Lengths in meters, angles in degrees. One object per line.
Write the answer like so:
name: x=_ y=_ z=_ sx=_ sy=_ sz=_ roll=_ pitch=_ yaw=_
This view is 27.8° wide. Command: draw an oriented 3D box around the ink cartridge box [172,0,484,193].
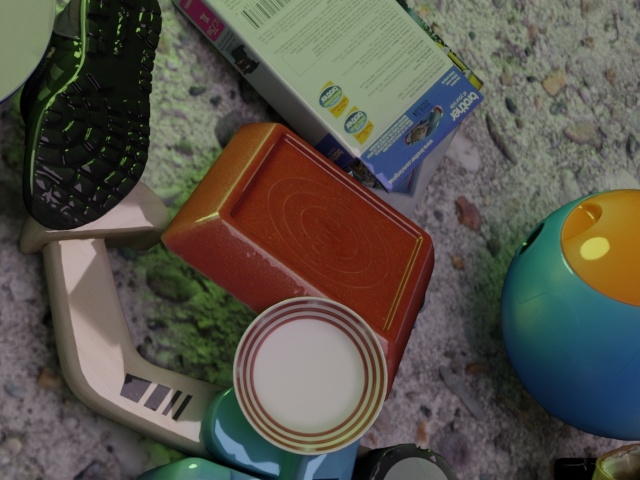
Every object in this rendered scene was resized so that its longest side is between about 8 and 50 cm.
ink cartridge box: x=0.011 y=-0.207 z=1.390 sx=0.311 sy=0.065 sz=0.186 roll=45 pitch=60 yaw=-1

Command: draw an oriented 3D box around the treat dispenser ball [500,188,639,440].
treat dispenser ball: x=0.351 y=0.085 z=1.480 sx=0.288 sy=0.288 sz=0.288 roll=7 pitch=77 yaw=-34

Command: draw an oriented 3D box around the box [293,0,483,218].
box: x=0.078 y=-0.146 z=1.480 sx=0.159 sy=0.044 sz=0.233 roll=42 pitch=61 yaw=-21

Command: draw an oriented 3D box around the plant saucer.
plant saucer: x=0.000 y=0.000 z=1.268 sx=0.259 sy=0.048 sz=0.258 roll=36 pitch=33 yaw=-6

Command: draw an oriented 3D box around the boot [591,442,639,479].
boot: x=0.383 y=0.355 z=1.493 sx=0.236 sy=0.089 sz=0.269 roll=-10 pitch=121 yaw=-36

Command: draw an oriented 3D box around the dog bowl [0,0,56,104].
dog bowl: x=-0.373 y=-0.219 z=1.137 sx=0.265 sy=0.104 sz=0.265 roll=7 pitch=77 yaw=-34

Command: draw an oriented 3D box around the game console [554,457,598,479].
game console: x=0.335 y=0.331 z=1.594 sx=0.107 sy=0.071 sz=0.122 roll=1 pitch=79 yaw=-5

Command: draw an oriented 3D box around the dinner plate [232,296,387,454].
dinner plate: x=-0.010 y=0.121 z=1.153 sx=0.141 sy=0.017 sz=0.141 roll=2 pitch=79 yaw=-12

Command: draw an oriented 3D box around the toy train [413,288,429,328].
toy train: x=0.033 y=0.061 z=1.372 sx=0.184 sy=0.105 sz=0.080 roll=6 pitch=78 yaw=-34

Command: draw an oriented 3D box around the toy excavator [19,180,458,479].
toy excavator: x=-0.106 y=0.195 z=1.204 sx=0.445 sy=0.222 sz=0.433 roll=23 pitch=67 yaw=-21

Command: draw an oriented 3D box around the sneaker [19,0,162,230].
sneaker: x=-0.226 y=-0.114 z=1.192 sx=0.107 sy=0.124 sz=0.283 roll=34 pitch=48 yaw=-30
